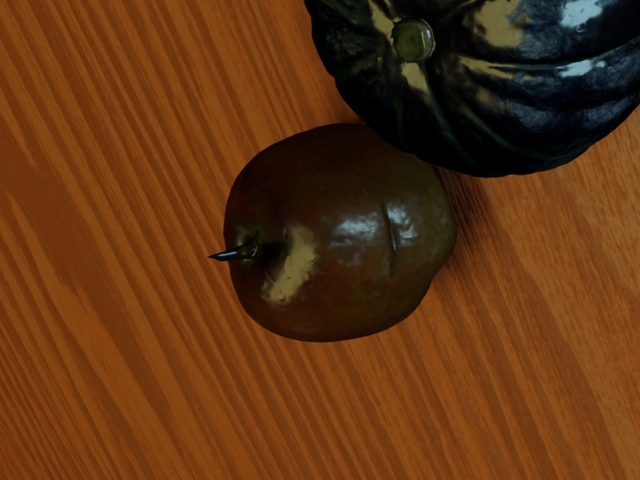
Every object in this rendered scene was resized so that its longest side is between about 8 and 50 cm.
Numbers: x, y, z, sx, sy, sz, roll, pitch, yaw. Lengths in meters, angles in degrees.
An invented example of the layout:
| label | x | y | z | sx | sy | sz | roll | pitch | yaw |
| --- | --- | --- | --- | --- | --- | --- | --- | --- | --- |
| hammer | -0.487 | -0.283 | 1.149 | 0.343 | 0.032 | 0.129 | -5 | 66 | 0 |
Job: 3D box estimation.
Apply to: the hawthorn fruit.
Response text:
| label | x | y | z | sx | sy | sz | roll | pitch | yaw |
| --- | --- | --- | --- | --- | --- | --- | --- | --- | --- |
| hawthorn fruit | 0.000 | 0.000 | 1.626 | 0.268 | 0.301 | 0.267 | 42 | 142 | 46 |

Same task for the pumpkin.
| label | x | y | z | sx | sy | sz | roll | pitch | yaw |
| --- | --- | --- | --- | --- | --- | --- | --- | --- | --- |
| pumpkin | 0.157 | -0.241 | 1.292 | 0.363 | 0.266 | 0.363 | 27 | 133 | 33 |
